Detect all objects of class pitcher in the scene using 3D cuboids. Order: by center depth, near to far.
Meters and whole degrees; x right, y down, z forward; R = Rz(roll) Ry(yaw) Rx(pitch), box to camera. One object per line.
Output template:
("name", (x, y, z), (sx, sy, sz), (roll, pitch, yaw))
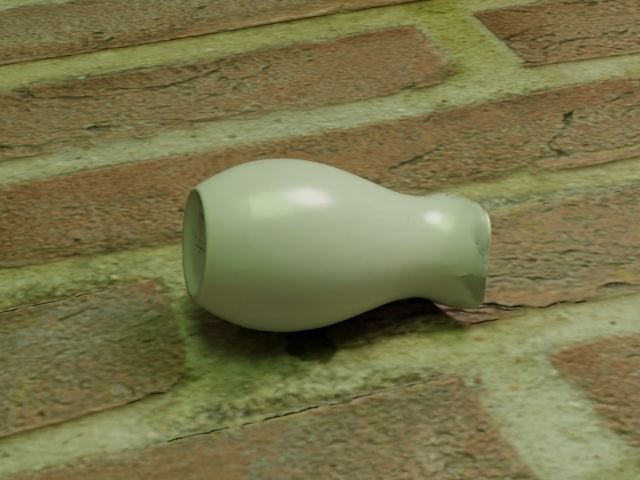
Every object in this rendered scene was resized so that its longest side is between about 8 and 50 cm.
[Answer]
("pitcher", (0.000, 0.000, 1.154), (0.207, 0.126, 0.178), (0, 8, -18))
